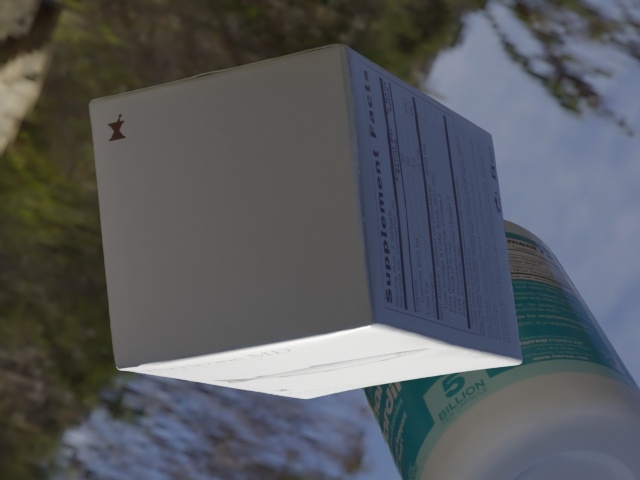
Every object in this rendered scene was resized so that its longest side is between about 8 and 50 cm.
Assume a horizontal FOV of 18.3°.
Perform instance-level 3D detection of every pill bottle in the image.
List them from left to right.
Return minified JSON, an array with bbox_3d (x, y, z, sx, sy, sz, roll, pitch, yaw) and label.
[{"bbox_3d":[0.100,0.081,1.185,0.146,0.146,0.264,-61,-153,22],"label":"pill bottle"}]

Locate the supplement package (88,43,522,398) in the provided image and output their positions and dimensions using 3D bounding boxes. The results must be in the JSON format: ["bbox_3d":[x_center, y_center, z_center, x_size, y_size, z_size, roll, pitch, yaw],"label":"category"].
[{"bbox_3d":[0.000,0.000,0.779,0.105,0.179,0.105,-10,-102,22],"label":"supplement package"}]
